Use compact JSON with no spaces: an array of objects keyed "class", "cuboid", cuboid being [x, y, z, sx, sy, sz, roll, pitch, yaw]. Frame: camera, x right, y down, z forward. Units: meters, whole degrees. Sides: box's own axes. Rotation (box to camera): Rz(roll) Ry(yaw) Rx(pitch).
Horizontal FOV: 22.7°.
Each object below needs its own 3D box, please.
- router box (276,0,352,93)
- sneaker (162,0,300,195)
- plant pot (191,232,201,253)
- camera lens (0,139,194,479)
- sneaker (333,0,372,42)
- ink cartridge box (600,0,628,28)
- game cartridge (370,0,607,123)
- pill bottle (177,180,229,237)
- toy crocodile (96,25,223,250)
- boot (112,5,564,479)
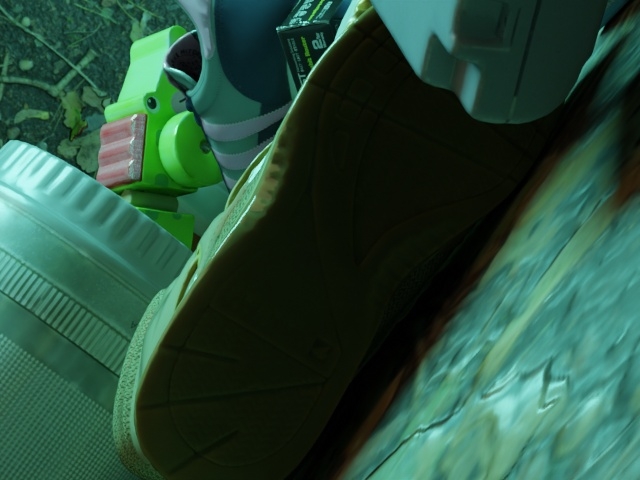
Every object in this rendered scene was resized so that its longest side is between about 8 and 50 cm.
[{"class":"router box","cuboid":[0.018,-0.106,1.050,0.038,0.122,0.092,-8,28,23]},{"class":"sneaker","cuboid":[-0.055,-0.105,1.233,0.319,0.131,0.112,100,-169,-55]},{"class":"plant pot","cuboid":[-0.252,0.051,1.597,0.291,0.291,0.203,168,123,-81]},{"class":"camera lens","cuboid":[-0.198,0.104,0.996,0.274,0.219,0.219,-54,6,-11]},{"class":"sneaker","cuboid":[0.086,-0.173,0.945,0.296,0.112,0.131,-53,5,-9]},{"class":"ink cartridge box","cuboid":[0.103,-0.183,0.698,0.092,0.143,0.090,-47,8,46]},{"class":"game cartridge","cuboid":[0.066,-0.211,0.528,0.196,0.060,0.294,-118,34,-55]},{"class":"pill bottle","cuboid":[-0.043,-0.113,1.467,0.246,0.136,0.136,-54,6,-12]},{"class":"toy crocodile","cuboid":[-0.148,-0.011,1.329,0.115,0.105,0.340,-4,79,50]},{"class":"boot","cuboid":[0.000,0.000,0.713,0.262,0.095,0.203,-57,5,-14]}]
